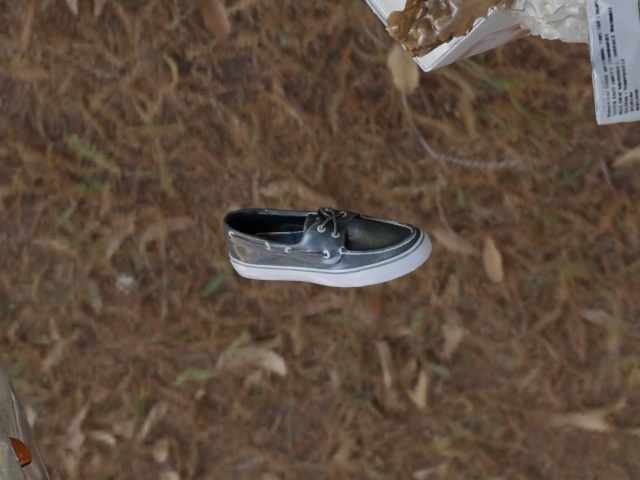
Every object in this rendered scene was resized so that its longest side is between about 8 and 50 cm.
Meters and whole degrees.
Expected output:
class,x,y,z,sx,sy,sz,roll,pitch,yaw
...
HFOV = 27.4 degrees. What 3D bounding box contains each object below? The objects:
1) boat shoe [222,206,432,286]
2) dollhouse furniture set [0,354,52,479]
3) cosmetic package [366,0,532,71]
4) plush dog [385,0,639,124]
class,x,y,z,sx,sy,sz,roll,pitch,yaw
boat shoe,0.000,0.000,0.833,0.142,0.049,0.040,-2,129,27
dollhouse furniture set,-0.194,0.140,0.427,0.259,0.262,0.135,-23,86,-17
cosmetic package,0.178,-0.293,1.384,0.129,0.296,0.153,-43,78,37
plush dog,0.133,-0.179,0.662,0.262,0.225,0.210,44,110,-1
